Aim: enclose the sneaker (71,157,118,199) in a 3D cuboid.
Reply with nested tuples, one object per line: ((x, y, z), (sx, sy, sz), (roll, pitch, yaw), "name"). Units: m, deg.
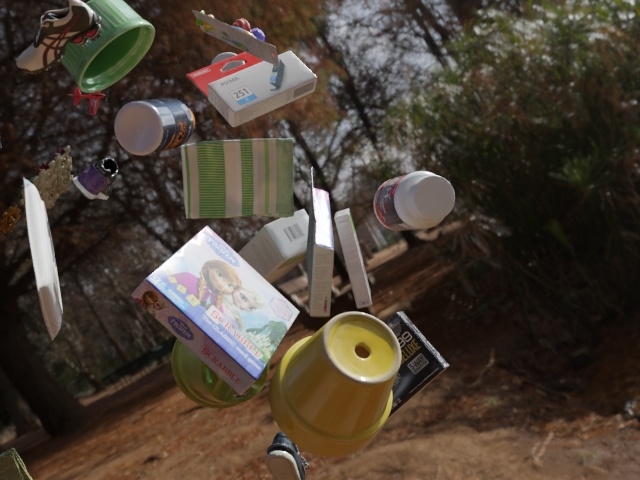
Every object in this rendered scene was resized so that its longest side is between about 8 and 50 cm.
((-0.680, -0.200, 2.239), (0.124, 0.107, 0.283), (-41, 11, 1), "sneaker")

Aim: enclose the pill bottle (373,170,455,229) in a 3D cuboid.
((0.292, -0.121, 2.191), (0.176, 0.176, 0.318), (-29, 6, -13), "pill bottle")

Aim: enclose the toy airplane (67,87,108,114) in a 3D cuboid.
((-0.844, -0.523, 2.582), (0.151, 0.151, 0.028), (-30, -9, -1), "toy airplane")

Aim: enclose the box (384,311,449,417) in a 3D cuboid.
((0.239, 0.428, 2.389), (0.307, 0.242, 0.076), (-44, -18, 15), "box")

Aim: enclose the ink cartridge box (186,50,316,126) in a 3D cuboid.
((-0.205, -0.484, 2.090), (0.296, 0.261, 0.066), (-30, -27, -26), "ink cartridge box")

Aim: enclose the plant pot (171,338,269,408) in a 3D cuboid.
((-0.249, 0.328, 1.899), (0.276, 0.276, 0.254), (-29, 3, -17), "plant pot")

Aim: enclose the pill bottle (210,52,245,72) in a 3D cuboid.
((-0.307, -0.541, 2.439), (0.121, 0.121, 0.221), (-29, -12, -8), "pill bottle")

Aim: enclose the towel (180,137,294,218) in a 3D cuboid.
((-0.241, -0.176, 2.086), (0.325, 0.248, 0.038), (-2, 25, -4), "towel")

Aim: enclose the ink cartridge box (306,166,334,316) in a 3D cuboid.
((0.000, 0.000, 2.101), (0.071, 0.330, 0.324), (2, 34, -4), "ink cartridge box")

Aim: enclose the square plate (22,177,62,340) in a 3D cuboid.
((-0.764, 0.056, 1.966), (0.049, 0.347, 0.344), (-9, -27, -19), "square plate")

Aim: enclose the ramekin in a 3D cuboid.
((-0.683, -0.621, 2.222), (0.303, 0.148, 0.303), (-43, 0, 0), "ramekin")

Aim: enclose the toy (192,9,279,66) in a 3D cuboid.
((-0.212, -0.549, 1.868), (0.137, 0.237, 0.056), (81, -149, -84), "toy")

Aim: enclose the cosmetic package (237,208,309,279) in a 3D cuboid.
((-0.173, 0.047, 2.626), (0.197, 0.155, 0.365), (-26, -10, -35), "cosmetic package")

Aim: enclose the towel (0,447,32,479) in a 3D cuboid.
((-0.814, 0.602, 1.788), (0.148, 0.110, 0.027), (-27, -2, -5), "towel")

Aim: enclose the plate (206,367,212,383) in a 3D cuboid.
((-0.288, 0.321, 2.045), (0.024, 0.188, 0.188), (-2, 15, 36), "plate")

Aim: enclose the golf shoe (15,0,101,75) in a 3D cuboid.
((-0.724, -0.552, 1.908), (0.273, 0.105, 0.120), (-31, -39, 8), "golf shoe")

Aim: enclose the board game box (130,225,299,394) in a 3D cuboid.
((-0.224, 0.146, 1.619), (0.066, 0.318, 0.318), (-44, 5, 26), "board game box")

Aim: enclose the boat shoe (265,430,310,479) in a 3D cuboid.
((-0.078, 0.543, 1.665), (0.095, 0.254, 0.079), (-1, 41, 15), "boat shoe")

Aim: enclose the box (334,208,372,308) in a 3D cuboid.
((0.114, 0.057, 2.468), (0.058, 0.322, 0.232), (-13, 6, 4), "box")

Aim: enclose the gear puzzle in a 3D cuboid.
((-0.865, -0.140, 2.147), (0.175, 0.044, 0.339), (105, -171, -47), "gear puzzle")

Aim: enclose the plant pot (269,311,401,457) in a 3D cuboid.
((0.046, 0.277, 1.440), (0.254, 0.254, 0.239), (-27, -24, -36), "plant pot")

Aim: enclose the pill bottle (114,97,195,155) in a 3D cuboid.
((-0.401, -0.291, 1.779), (0.130, 0.130, 0.246), (-31, 5, 19), "pill bottle")
